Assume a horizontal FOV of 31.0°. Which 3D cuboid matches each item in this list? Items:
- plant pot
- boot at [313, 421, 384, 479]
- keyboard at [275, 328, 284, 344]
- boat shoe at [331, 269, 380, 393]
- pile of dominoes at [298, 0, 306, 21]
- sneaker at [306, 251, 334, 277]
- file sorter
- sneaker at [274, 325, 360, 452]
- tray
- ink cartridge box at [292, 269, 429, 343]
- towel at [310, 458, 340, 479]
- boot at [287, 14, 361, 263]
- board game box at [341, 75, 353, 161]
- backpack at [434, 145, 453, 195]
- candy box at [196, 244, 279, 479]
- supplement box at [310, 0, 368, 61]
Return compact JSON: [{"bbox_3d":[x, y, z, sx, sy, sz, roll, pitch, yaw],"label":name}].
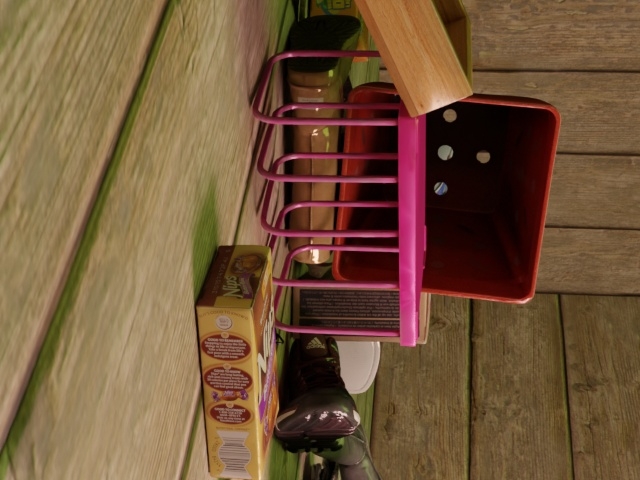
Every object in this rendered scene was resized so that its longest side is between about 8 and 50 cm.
[{"bbox_3d":[0.170,-0.091,1.585,0.235,0.267,0.267,-69,165,-70],"label":"plant pot"},{"bbox_3d":[0.035,0.334,1.774,0.208,0.076,0.189,59,10,-67],"label":"boot"},{"bbox_3d":[-0.058,0.136,1.267,0.192,0.038,0.100,60,32,-81],"label":"keyboard"},{"bbox_3d":[0.054,0.123,2.001,0.091,0.114,0.302,-67,159,-60],"label":"boat shoe"},{"bbox_3d":[-0.030,-0.419,1.490,0.251,0.040,0.195,102,-9,-74],"label":"pile of dominoes"},{"bbox_3d":[0.000,0.000,1.722,0.185,0.070,0.083,-69,179,-78],"label":"sneaker"},{"bbox_3d":[0.027,-0.057,1.327,0.202,0.182,0.290,-77,167,-57],"label":"file sorter"},{"bbox_3d":[-0.012,0.183,1.512,0.281,0.107,0.162,107,-18,-71],"label":"sneaker"},{"bbox_3d":[0.038,-0.344,1.129,0.411,0.076,0.203,60,20,-25],"label":"tray"},{"bbox_3d":[0.066,0.094,1.709,0.235,0.193,0.088,-25,116,-83],"label":"ink cartridge box"},{"bbox_3d":[-0.012,0.541,1.859,0.312,0.056,0.324,-72,165,-61],"label":"towel"},{"bbox_3d":[-0.003,-0.142,1.538,0.236,0.089,0.269,-66,159,-55],"label":"boot"},{"bbox_3d":[0.044,-0.131,1.796,0.346,0.056,0.208,77,-6,-55],"label":"board game box"},{"bbox_3d":[0.134,-0.081,2.087,0.213,0.277,0.263,74,25,-63],"label":"backpack"},{"bbox_3d":[-0.072,0.110,1.044,0.109,0.053,0.186,-77,166,-60],"label":"candy box"},{"bbox_3d":[0.031,-0.343,1.806,0.233,0.080,0.078,35,55,-80],"label":"supplement box"}]
